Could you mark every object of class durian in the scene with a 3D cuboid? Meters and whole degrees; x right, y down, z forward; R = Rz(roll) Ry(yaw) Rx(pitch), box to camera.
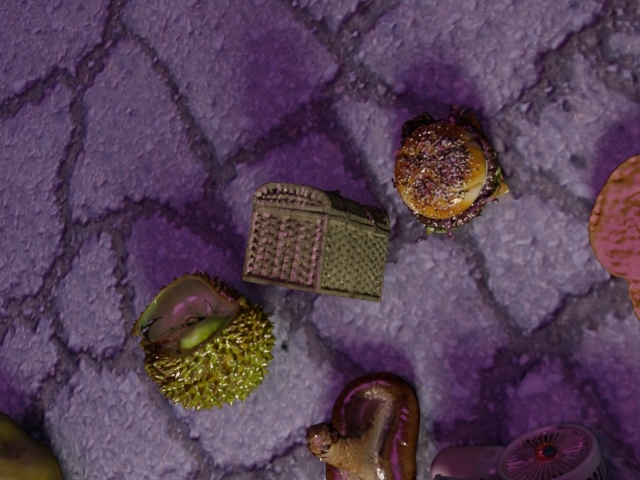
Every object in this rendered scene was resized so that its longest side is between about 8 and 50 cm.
[{"bbox_3d":[-0.177,0.162,1.408,0.236,0.177,0.200,14,46,44],"label":"durian"}]

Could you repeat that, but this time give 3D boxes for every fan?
[{"bbox_3d":[0.249,0.295,1.182,0.244,0.130,0.074,-11,110,41],"label":"fan"}]

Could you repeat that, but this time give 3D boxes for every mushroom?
[{"bbox_3d":[0.041,0.295,1.242,0.147,0.217,0.227,-7,80,29],"label":"mushroom"}]

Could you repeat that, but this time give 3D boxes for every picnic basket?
[{"bbox_3d":[0.000,0.000,1.322,0.134,0.196,0.154,8,87,32],"label":"picnic basket"}]

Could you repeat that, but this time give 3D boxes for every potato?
[{"bbox_3d":[-0.559,0.441,1.595,0.351,0.202,0.218,33,112,22],"label":"potato"}]

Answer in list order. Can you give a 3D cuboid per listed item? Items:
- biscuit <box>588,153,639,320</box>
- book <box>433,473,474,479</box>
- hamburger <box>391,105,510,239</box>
[{"bbox_3d":[0.509,0.018,1.098,0.375,0.051,0.269,30,96,30],"label":"biscuit"},{"bbox_3d":[0.292,0.371,1.109,0.282,0.215,0.025,2,42,29],"label":"book"},{"bbox_3d":[0.170,-0.103,1.294,0.164,0.093,0.190,-41,63,21],"label":"hamburger"}]
